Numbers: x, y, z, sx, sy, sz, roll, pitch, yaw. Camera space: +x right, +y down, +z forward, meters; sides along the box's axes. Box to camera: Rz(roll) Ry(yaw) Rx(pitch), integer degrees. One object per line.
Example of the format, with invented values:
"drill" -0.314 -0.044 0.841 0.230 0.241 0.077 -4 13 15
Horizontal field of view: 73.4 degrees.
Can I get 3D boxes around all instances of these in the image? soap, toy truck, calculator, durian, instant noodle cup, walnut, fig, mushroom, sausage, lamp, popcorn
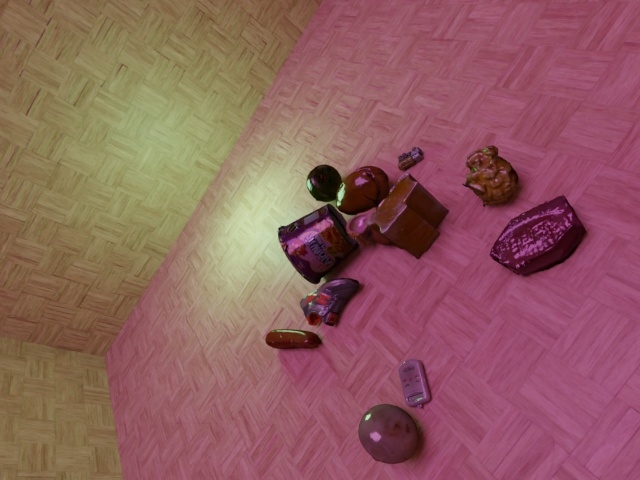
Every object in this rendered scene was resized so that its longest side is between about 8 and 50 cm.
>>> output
"soap" 0.702 0.001 1.408 0.289 0.112 0.182 -33 44 32
"toy truck" 0.414 -0.376 1.986 0.123 0.052 0.062 -29 54 35
"calculator" 0.340 0.519 1.556 0.100 0.032 0.175 -33 47 30
"durian" 0.202 -0.059 1.932 0.132 0.165 0.182 131 146 -56
"instant noodle cup" 0.000 0.000 2.024 0.266 0.340 0.339 -34 46 18
"walnut" 0.183 -0.225 2.041 0.336 0.209 0.208 -29 48 46
"fig" 0.001 -0.288 2.294 0.235 0.203 0.203 -29 46 63
"mushroom" 0.227 0.686 1.483 0.207 0.207 0.215 51 138 49
"sausage" -0.139 0.471 2.055 0.349 0.097 0.093 -13 66 42
"soap" 0.357 -0.093 1.702 0.259 0.281 0.143 -56 42 6
"lamp" 0.287 -0.046 1.864 0.136 0.136 0.136 -25 51 36
"popcorn" 0.614 -0.236 1.575 0.169 0.189 0.218 -42 44 19

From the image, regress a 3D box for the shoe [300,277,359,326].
"shoe" 0.044 0.296 1.943 0.336 0.132 0.171 -34 51 33
